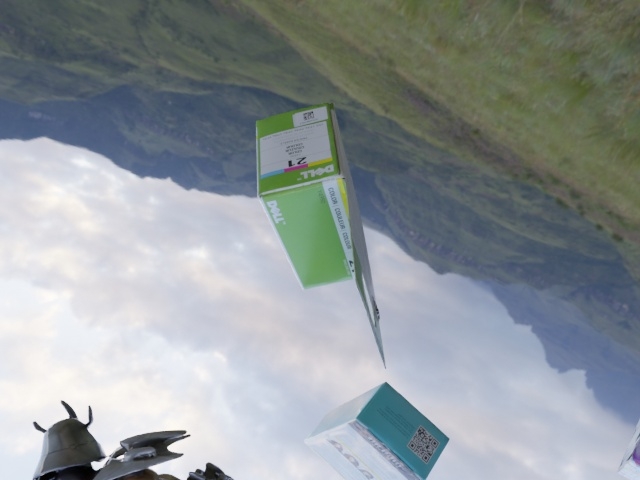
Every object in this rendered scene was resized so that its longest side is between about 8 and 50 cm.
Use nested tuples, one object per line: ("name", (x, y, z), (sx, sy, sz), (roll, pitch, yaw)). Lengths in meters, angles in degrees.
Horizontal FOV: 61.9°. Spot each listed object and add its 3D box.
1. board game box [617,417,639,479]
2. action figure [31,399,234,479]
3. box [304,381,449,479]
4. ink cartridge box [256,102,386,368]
("board game box", (0.455, 0.226, 0.497), (0.275, 0.142, 0.144), (23, 165, 32))
("action figure", (-0.138, 0.248, 0.372), (0.099, 0.185, 0.285), (1, -112, -82))
("box", (0.060, 0.260, 0.694), (0.100, 0.244, 0.060), (42, -120, 5))
("ink cartridge box", (0.000, 0.000, 0.610), (0.097, 0.188, 0.255), (-12, -129, 7))
